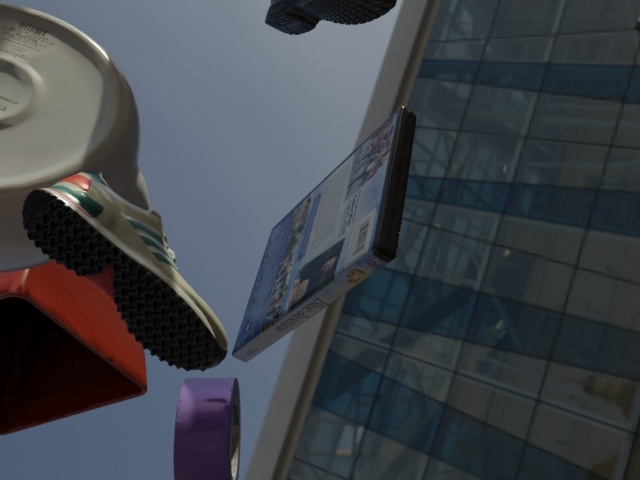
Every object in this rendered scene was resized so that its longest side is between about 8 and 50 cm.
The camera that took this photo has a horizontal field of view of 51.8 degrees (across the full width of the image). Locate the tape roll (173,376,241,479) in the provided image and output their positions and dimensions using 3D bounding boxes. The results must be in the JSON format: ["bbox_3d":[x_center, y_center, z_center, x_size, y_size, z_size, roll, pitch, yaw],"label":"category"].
[{"bbox_3d":[-0.170,0.306,1.015,0.189,0.080,0.188,180,90,-87],"label":"tape roll"}]

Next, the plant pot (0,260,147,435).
[{"bbox_3d":[-0.419,0.090,0.936,0.267,0.268,0.235,58,-161,-45],"label":"plant pot"}]

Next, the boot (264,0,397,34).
[{"bbox_3d":[0.019,-0.542,1.287,0.118,0.338,0.222,14,-94,-47],"label":"boot"}]

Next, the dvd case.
[{"bbox_3d":[0.000,0.000,0.649,0.022,0.253,0.180,30,-132,-18],"label":"dvd case"}]

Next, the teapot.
[{"bbox_3d":[-0.286,-0.067,0.568,0.253,0.256,0.187,-22,-23,-32],"label":"teapot"}]

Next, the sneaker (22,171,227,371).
[{"bbox_3d":[-0.115,0.013,0.442,0.161,0.057,0.075,42,-147,-4],"label":"sneaker"}]
